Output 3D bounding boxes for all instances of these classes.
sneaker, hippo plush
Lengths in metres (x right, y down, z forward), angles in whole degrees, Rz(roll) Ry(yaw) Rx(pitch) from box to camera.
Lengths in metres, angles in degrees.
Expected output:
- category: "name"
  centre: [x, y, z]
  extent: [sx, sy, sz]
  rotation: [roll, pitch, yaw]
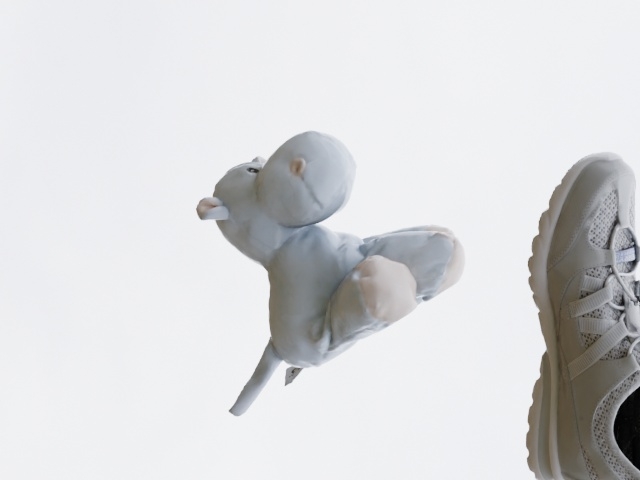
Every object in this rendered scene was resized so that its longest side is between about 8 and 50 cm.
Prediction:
- category: "sneaker"
  centre: [0.238, 0.068, 1.477]
  extent: [0.115, 0.105, 0.281]
  rotation: [12, -71, 40]
- category: "hippo plush"
  centre: [0.000, 0.000, 2.046]
  extent: [0.294, 0.234, 0.236]
  rotation: [-33, -93, 37]
